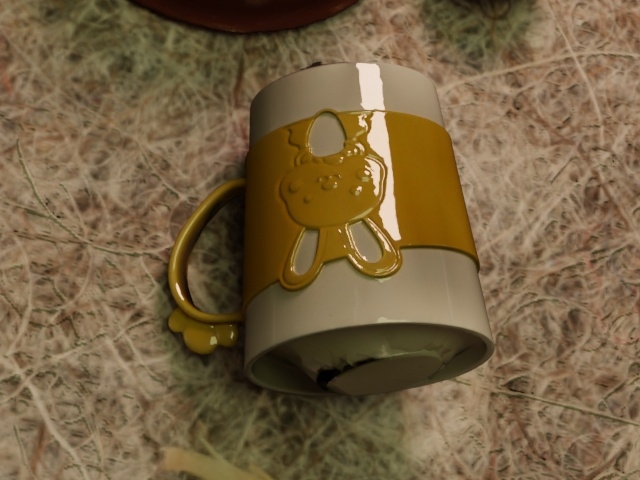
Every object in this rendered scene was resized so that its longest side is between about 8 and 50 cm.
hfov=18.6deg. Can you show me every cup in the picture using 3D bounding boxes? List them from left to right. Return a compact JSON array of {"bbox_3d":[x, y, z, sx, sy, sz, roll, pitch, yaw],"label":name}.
[{"bbox_3d":[0.000,0.000,1.458,0.241,0.185,0.226,-7,71,9],"label":"cup"}]

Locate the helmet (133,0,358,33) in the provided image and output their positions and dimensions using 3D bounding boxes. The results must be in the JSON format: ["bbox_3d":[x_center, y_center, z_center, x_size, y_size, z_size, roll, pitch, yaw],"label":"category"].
[{"bbox_3d":[-0.050,-0.369,1.497,0.338,0.230,0.385,-25,87,-24],"label":"helmet"}]
